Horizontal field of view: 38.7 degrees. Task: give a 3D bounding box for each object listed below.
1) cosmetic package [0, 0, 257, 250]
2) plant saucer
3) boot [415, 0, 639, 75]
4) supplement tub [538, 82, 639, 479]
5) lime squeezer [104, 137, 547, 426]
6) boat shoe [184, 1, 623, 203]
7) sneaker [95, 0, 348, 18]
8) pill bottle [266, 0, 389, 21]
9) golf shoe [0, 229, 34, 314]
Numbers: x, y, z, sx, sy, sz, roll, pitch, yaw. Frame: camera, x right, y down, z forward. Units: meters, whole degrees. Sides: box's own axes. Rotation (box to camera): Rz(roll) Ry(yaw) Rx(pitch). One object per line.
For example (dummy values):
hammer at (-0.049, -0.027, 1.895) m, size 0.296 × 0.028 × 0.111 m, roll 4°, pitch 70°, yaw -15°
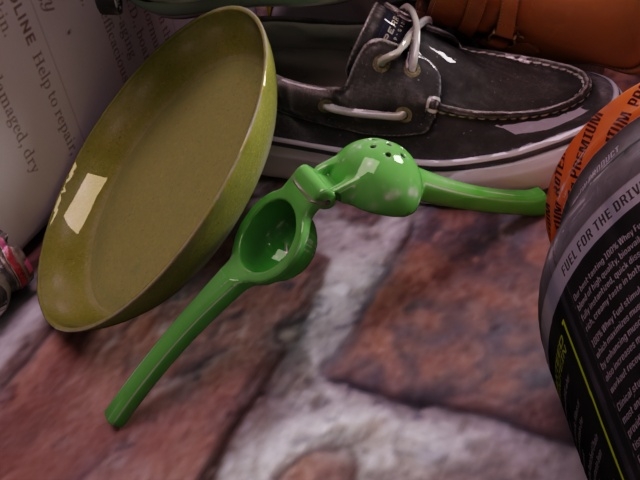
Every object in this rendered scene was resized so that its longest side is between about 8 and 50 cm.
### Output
cosmetic package at (-0.310, -0.249, 0.758) m, size 0.329 × 0.327 × 0.394 m, roll 9°, pitch 43°, yaw 25°
plant saucer at (-0.105, -0.044, 0.605) m, size 0.241 × 0.037 × 0.241 m, roll -32°, pitch 41°, yaw 32°
boot at (0.153, -0.164, 0.630) m, size 0.152 × 0.197 × 0.073 m, roll 16°, pitch 81°, yaw -8°
supplement tub at (0.195, 0.073, 0.335) m, size 0.193 × 0.194 × 0.316 m, roll -11°, pitch 40°, yaw 4°
lime squeezer at (0.000, 0.000, 0.539) m, size 0.310 × 0.110 × 0.059 m, roll -26°, pitch 59°, yaw -14°
boat shoe at (0.044, -0.106, 0.648) m, size 0.335 × 0.119 × 0.121 m, roll 2°, pitch 42°, yaw 19°
sneaker at (-0.052, -0.208, 0.622) m, size 0.255 × 0.094 × 0.151 m, roll -10°, pitch 2°, yaw 24°
pill bottle at (0.000, -0.231, 0.822) m, size 0.103 × 0.103 × 0.184 m, roll -12°, pitch 39°, yaw 2°
golf shoe at (-0.297, 0.019, 0.640) m, size 0.186 × 0.067 × 0.086 m, roll 11°, pitch 47°, yaw 27°
